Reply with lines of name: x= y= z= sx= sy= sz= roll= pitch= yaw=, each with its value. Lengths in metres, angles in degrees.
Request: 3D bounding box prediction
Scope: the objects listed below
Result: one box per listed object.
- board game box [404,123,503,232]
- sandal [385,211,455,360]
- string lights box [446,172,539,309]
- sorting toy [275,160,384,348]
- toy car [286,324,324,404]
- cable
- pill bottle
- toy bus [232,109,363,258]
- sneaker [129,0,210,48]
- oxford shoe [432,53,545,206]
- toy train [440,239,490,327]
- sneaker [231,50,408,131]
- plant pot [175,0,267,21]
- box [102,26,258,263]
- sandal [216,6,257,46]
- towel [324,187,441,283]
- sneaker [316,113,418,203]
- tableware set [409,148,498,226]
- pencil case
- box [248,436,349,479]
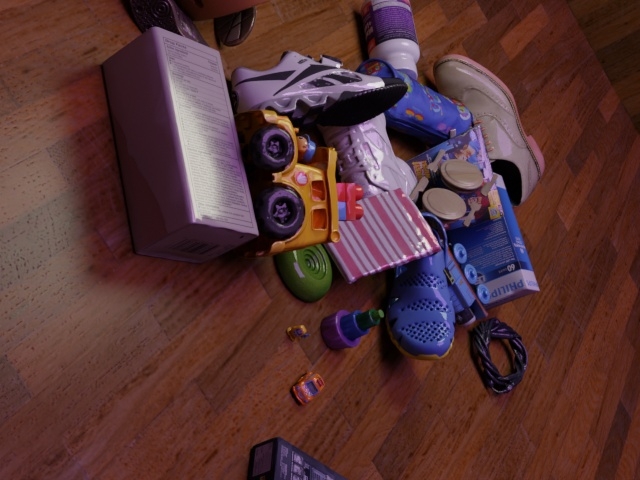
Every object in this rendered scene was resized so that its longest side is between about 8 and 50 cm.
board game box: x=0.248 y=-0.117 z=2.177 sx=0.194 sy=0.060 sz=0.194 roll=-13 pitch=87 yaw=-13
sandal: x=0.179 y=0.071 z=1.945 sx=0.138 sy=0.126 sz=0.317 roll=93 pitch=-5 yaw=-49
string lights box: x=0.344 y=0.003 z=2.248 sx=0.077 sy=0.133 sz=0.259 roll=10 pitch=61 yaw=-59
sorting toy: x=0.000 y=0.000 z=1.773 sx=0.127 sy=0.126 sz=0.365 roll=-28 pitch=92 yaw=-58
toy car: x=-0.028 y=0.190 z=1.682 sx=0.060 sy=0.040 sz=0.122 roll=-10 pitch=77 yaw=-57
cable: x=0.366 y=0.230 z=2.219 sx=0.184 sy=0.047 sz=0.150 roll=-23 pitch=83 yaw=-55
pill bottle: x=0.151 y=-0.420 z=2.290 sx=0.108 sy=0.108 sz=0.193 roll=23 pitch=51 yaw=-46
toy bus: x=-0.035 y=-0.089 z=1.666 sx=0.211 sy=0.149 sz=0.220 roll=-5 pitch=91 yaw=-28
sneaker: x=-0.240 y=-0.343 z=1.741 sx=0.188 sy=0.066 sz=0.071 roll=55 pitch=17 yaw=-24
oxford shoe: x=0.384 y=-0.250 z=2.483 sx=0.397 sy=0.140 sz=0.146 roll=48 pitch=43 yaw=-20
toy train: x=0.263 y=0.089 z=2.135 sx=0.184 sy=0.080 sz=0.105 roll=59 pitch=42 yaw=-12
sneaker: x=-0.001 y=-0.274 z=1.882 sx=0.330 sy=0.122 sz=0.146 roll=-11 pitch=68 yaw=-29
plant pot: x=-0.156 y=-0.486 z=1.768 sx=0.291 sy=0.291 sz=0.203 roll=-50 pitch=126 yaw=-55
box: x=-0.205 y=-0.136 z=1.576 sx=0.148 sy=0.121 sz=0.311 roll=13 pitch=58 yaw=-51
sandal: x=-0.143 y=-0.406 z=1.914 sx=0.049 sy=0.072 sz=0.180 roll=60 pitch=21 yaw=-50
towel: x=0.096 y=-0.008 z=1.891 sx=0.197 sy=0.029 sz=0.144 roll=-19 pitch=61 yaw=-22
sneaker: x=0.079 y=-0.155 z=1.999 sx=0.305 sy=0.114 sz=0.152 roll=53 pitch=33 yaw=-17
tableware set: x=0.250 y=-0.090 z=2.083 sx=0.128 sy=0.039 sz=0.194 roll=26 pitch=43 yaw=10
pencil case: x=0.189 y=-0.269 z=2.227 sx=0.306 sy=0.119 sz=0.133 roll=18 pitch=33 yaw=-48
box: x=-0.027 y=0.416 z=1.510 sx=0.183 sy=0.059 sz=0.232 roll=38 pitch=40 yaw=-35
